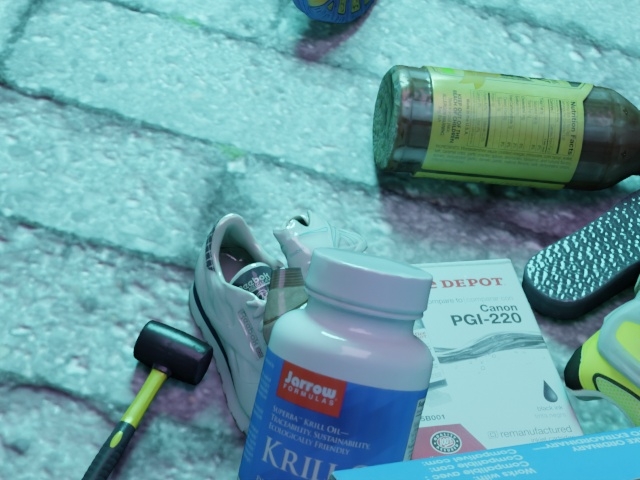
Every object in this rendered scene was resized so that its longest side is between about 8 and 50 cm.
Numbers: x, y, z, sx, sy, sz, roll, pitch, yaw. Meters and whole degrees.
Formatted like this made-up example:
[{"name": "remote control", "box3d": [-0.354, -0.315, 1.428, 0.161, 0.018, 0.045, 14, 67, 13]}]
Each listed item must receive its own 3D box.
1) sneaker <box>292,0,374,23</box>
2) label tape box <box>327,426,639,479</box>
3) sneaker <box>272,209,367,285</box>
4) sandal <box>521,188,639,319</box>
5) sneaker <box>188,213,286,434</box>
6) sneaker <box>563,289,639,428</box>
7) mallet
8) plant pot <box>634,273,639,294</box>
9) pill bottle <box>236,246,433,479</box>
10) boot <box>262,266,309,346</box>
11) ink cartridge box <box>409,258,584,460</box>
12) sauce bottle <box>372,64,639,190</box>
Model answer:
[{"name": "sneaker", "box3d": [0.010, -0.337, 1.632, 0.131, 0.112, 0.296, 10, 42, 18]}, {"name": "label tape box", "box3d": [0.120, 0.208, 0.977, 0.241, 0.333, 0.106, -5, 50, -20]}, {"name": "sneaker", "box3d": [0.000, 0.000, 1.286, 0.061, 0.054, 0.152, 57, 13, 2]}, {"name": "sandal", "box3d": [0.299, 0.010, 1.417, 0.254, 0.054, 0.097, -21, 49, -19]}, {"name": "sneaker", "box3d": [-0.038, 0.086, 1.214, 0.090, 0.095, 0.235, -18, 57, -31]}, {"name": "sneaker", "box3d": [0.336, 0.215, 1.169, 0.147, 0.145, 0.384, -32, 76, 12]}, {"name": "mallet", "box3d": [-0.142, 0.145, 1.174, 0.062, 0.039, 0.189, 17, 50, 5]}, {"name": "plant pot", "box3d": [0.424, 0.041, 1.280, 0.274, 0.256, 0.256, 23, 46, 10]}, {"name": "pill bottle", "box3d": [0.013, 0.122, 1.091, 0.124, 0.221, 0.124, 12, 7, -1]}, {"name": "boot", "box3d": [0.008, 0.063, 1.179, 0.118, 0.042, 0.087, -4, 77, -21]}, {"name": "ink cartridge box", "box3d": [0.110, 0.125, 1.222, 0.158, 0.092, 0.218, -3, 47, -18]}, {"name": "sauce bottle", "box3d": [0.225, -0.104, 1.456, 0.344, 0.111, 0.111, 5, 47, -13]}]
